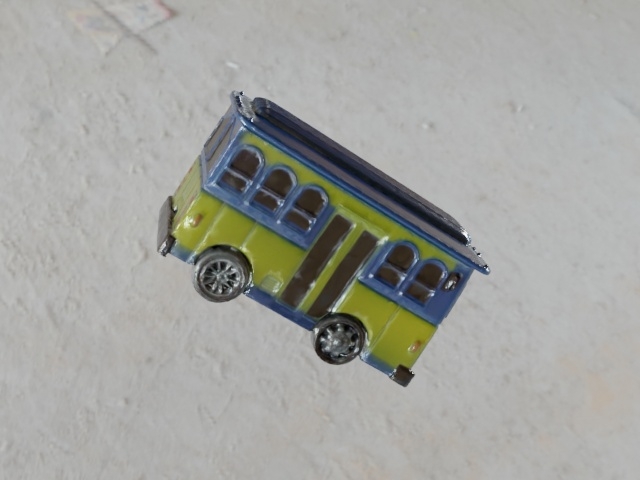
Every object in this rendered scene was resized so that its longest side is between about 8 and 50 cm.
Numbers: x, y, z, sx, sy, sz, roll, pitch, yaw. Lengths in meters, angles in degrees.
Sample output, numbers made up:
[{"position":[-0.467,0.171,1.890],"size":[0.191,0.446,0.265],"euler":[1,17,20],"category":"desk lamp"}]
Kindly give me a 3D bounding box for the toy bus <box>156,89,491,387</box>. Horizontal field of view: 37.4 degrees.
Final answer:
[{"position":[0.000,0.000,0.918],"size":[0.287,0.175,0.138],"euler":[30,12,-17],"category":"toy bus"}]
